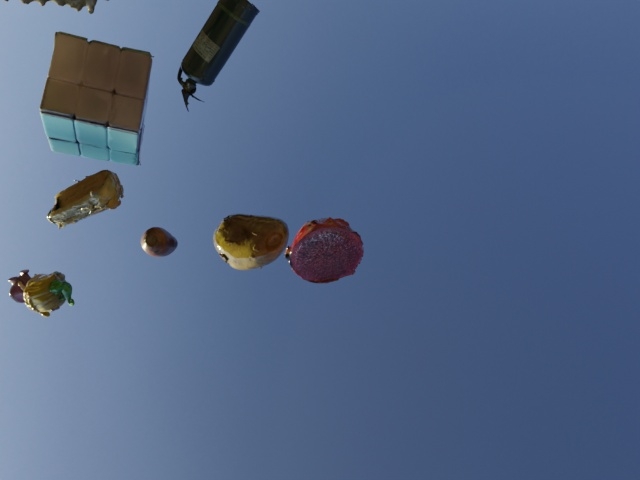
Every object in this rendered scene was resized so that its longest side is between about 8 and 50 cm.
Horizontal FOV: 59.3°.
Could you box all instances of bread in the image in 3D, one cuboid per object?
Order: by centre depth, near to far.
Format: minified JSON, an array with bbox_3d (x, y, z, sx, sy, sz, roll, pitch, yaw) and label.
[{"bbox_3d":[-0.338,-0.060,0.819,0.106,0.053,0.072,-20,-139,13],"label":"bread"}]

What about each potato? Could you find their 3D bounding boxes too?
[{"bbox_3d":[-0.153,0.003,1.263,0.176,0.137,0.137,11,-123,25],"label":"potato"}]

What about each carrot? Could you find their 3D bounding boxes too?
[{"bbox_3d":[-0.267,0.005,0.970,0.048,0.216,0.048,0,-92,-5],"label":"carrot"}]

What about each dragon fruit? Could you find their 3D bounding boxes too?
[{"bbox_3d":[0.000,0.000,1.112,0.153,0.153,0.111,-16,-142,0],"label":"dragon fruit"}]

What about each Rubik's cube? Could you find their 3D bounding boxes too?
[{"bbox_3d":[-0.549,-0.342,1.405,0.224,0.231,0.221,8,-108,-17],"label":"Rubik's cube"}]

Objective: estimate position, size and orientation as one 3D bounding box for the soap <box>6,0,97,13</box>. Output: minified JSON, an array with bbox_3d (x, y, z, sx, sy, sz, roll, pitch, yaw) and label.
[{"bbox_3d":[-0.572,-0.501,0.982,0.338,0.169,0.304,26,-138,4],"label":"soap"}]

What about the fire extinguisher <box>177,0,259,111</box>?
[{"bbox_3d":[-0.262,-0.449,1.338,0.118,0.093,0.294,44,-71,15],"label":"fire extinguisher"}]

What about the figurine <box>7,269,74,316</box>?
[{"bbox_3d":[-0.578,0.120,1.199,0.156,0.115,0.095,-3,-145,24],"label":"figurine"}]
